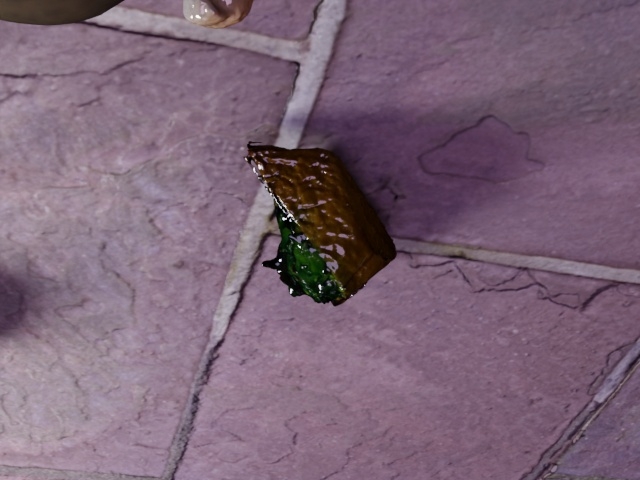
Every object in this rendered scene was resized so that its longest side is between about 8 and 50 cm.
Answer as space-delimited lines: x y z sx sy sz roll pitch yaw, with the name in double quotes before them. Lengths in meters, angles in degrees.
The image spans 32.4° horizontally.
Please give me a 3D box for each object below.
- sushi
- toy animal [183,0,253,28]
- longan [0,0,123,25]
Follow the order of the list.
"sushi" 0.001 -0.001 1.372 0.140 0.149 0.287 -18 143 18
"toy animal" -0.061 -0.287 1.083 0.184 0.104 0.185 1 134 -11
"longan" -0.246 -0.315 0.915 0.300 0.243 0.300 -4 158 -1
